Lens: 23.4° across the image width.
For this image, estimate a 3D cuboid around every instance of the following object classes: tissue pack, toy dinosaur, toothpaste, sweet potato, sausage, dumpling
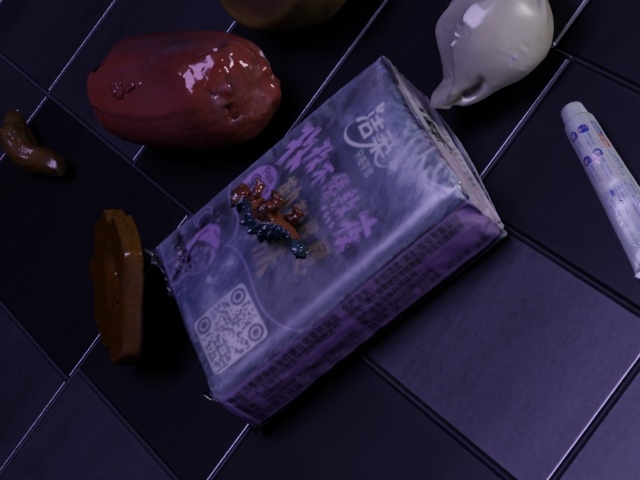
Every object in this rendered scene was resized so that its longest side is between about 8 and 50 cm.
[{"bbox_3d":[0.000,0.000,1.676,0.361,0.122,0.259,-39,46,13],"label":"tissue pack"},{"bbox_3d":[-0.053,-0.023,1.614,0.055,0.049,0.154,-50,42,3],"label":"toy dinosaur"},{"bbox_3d":[0.287,-0.056,1.516,0.052,0.033,0.218,-38,48,19],"label":"toothpaste"},{"bbox_3d":[-0.407,-0.123,2.163,0.182,0.054,0.053,39,132,43],"label":"sweet potato"},{"bbox_3d":[-0.172,-0.187,1.923,0.279,0.152,0.152,5,68,42],"label":"sausage"},{"bbox_3d":[0.183,-0.229,1.674,0.181,0.111,0.155,-26,16,15],"label":"dumpling"}]

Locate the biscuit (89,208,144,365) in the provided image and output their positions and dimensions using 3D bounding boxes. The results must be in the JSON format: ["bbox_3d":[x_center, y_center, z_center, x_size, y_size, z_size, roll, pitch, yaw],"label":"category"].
[{"bbox_3d":[-0.242,0.051,1.853,0.215,0.034,0.182,-149,59,-67],"label":"biscuit"}]

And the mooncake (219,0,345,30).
[{"bbox_3d":[-0.035,-0.367,1.890,0.234,0.117,0.235,11,104,51],"label":"mooncake"}]
